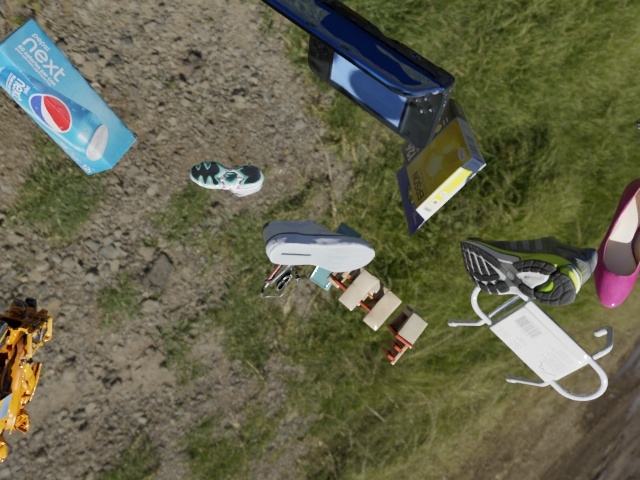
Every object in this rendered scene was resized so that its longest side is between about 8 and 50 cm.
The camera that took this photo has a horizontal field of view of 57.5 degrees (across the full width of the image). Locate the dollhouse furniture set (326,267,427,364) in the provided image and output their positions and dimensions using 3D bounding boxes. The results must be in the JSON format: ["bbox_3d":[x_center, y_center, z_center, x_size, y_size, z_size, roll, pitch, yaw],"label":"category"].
[{"bbox_3d":[0.123,0.169,1.438,0.259,0.262,0.135,41,91,-9],"label":"dollhouse furniture set"}]

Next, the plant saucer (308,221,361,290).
[{"bbox_3d":[0.036,0.046,1.577,0.192,0.067,0.018,-60,169,20],"label":"plant saucer"}]

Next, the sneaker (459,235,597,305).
[{"bbox_3d":[0.390,0.043,1.119,0.121,0.300,0.111,-25,112,-24],"label":"sneaker"}]

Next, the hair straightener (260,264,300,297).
[{"bbox_3d":[-0.109,0.104,1.856,0.230,0.089,0.047,-49,165,11],"label":"hair straightener"}]

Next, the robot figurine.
[{"bbox_3d":[-0.583,0.252,1.102,0.085,0.211,0.291,16,100,-8],"label":"robot figurine"}]

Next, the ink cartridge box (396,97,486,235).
[{"bbox_3d":[0.320,-0.219,1.702,0.072,0.304,0.307,27,126,-27],"label":"ink cartridge box"}]

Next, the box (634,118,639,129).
[{"bbox_3d":[0.609,-0.170,0.937,0.116,0.162,0.029,-44,-179,20],"label":"box"}]

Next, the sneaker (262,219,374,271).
[{"bbox_3d":[0.000,0.000,1.196,0.258,0.091,0.094,10,134,-36],"label":"sneaker"}]

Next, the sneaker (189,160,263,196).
[{"bbox_3d":[-0.125,-0.078,0.797,0.069,0.098,0.038,92,6,-76],"label":"sneaker"}]

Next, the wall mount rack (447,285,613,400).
[{"bbox_3d":[0.451,0.215,1.298,0.304,0.350,0.130,-44,-178,37],"label":"wall mount rack"}]

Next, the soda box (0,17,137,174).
[{"bbox_3d":[-0.365,-0.195,0.824,0.210,0.067,0.071,53,48,-33],"label":"soda box"}]

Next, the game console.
[{"bbox_3d":[0.050,-0.269,0.960,0.173,0.293,0.250,-42,162,-25],"label":"game console"}]

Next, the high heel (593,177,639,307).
[{"bbox_3d":[0.570,0.003,1.077,0.244,0.082,0.117,-67,161,-4],"label":"high heel"}]
